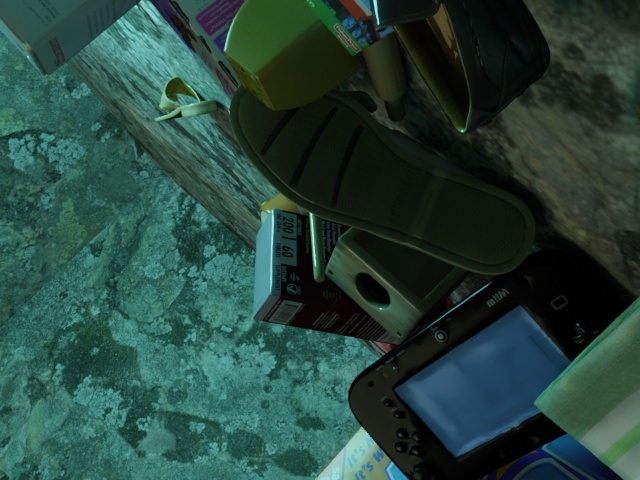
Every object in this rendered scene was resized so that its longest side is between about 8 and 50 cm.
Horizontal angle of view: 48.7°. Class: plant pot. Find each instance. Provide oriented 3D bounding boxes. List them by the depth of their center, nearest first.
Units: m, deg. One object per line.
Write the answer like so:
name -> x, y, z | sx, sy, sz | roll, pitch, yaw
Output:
plant pot -> -0.031, -0.159, 0.591 | 0.081, 0.083, 0.081 | 43, 172, 28

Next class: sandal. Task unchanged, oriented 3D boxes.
sandal -> -0.262, -0.276, 1.352 | 0.240, 0.088, 0.079 | 12, 116, 60

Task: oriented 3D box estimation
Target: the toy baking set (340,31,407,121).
toy baking set -> 0.007, -0.191, 0.655 | 0.197, 0.030, 0.256 | 41, 171, 34

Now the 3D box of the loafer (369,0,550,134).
loafer -> 0.051, -0.130, 0.361 | 0.170, 0.061, 0.062 | 45, 165, -18

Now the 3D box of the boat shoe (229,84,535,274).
boat shoe -> 0.052, -0.056, 0.678 | 0.302, 0.113, 0.103 | 31, -177, 3

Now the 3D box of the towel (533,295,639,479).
towel -> 0.340, 0.180, 0.523 | 0.325, 0.038, 0.247 | 41, 143, 19

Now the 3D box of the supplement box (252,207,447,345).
supplement box -> 0.039, 0.052, 0.905 | 0.240, 0.130, 0.073 | 12, 144, -19

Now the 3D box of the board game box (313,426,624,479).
board game box -> 0.275, 0.358, 0.901 | 0.357, 0.356, 0.356 | 35, 168, 45

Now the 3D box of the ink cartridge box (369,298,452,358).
ink cartridge box -> 0.158, 0.153, 1.192 | 0.078, 0.134, 0.231 | 39, 169, 33

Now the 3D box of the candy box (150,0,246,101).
candy box -> -0.101, -0.219, 0.756 | 0.196, 0.070, 0.165 | 51, 176, -12

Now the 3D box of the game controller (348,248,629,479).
game controller -> 0.171, 0.142, 0.719 | 0.166, 0.319, 0.067 | 44, -148, -6

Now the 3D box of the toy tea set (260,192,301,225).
toy tea set -> 0.000, 0.000, 1.215 | 0.200, 0.124, 0.336 | 46, 171, -14

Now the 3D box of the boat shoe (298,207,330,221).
boat shoe -> 0.041, -0.034, 0.986 | 0.258, 0.095, 0.084 | 54, -167, -35

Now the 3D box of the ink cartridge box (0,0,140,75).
ink cartridge box -> -0.249, -0.284, 0.749 | 0.093, 0.212, 0.154 | 46, 171, -13

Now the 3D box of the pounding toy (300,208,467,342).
pounding toy -> 0.051, 0.017, 0.832 | 0.206, 0.181, 0.094 | 42, 149, 14

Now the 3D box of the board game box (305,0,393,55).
board game box -> 0.022, -0.206, 0.415 | 0.160, 0.039, 0.211 | 46, 163, -14
